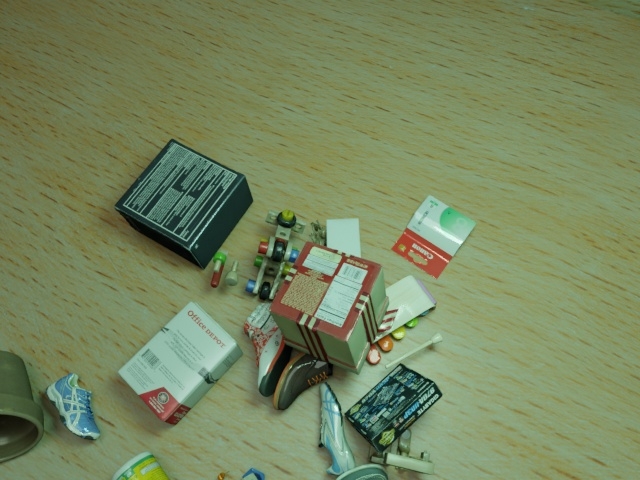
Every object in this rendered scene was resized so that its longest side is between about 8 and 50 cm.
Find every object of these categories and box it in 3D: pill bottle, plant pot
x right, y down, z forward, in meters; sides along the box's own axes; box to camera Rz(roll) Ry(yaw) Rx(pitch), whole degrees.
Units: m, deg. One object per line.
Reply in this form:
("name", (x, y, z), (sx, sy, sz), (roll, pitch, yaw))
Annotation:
("pill bottle", (-0.421, 0.649, 1.181), (0.117, 0.118, 0.208), (-39, 70, -16))
("plant pot", (-0.875, 0.425, 1.251), (0.262, 0.263, 0.229), (-19, 47, -8))

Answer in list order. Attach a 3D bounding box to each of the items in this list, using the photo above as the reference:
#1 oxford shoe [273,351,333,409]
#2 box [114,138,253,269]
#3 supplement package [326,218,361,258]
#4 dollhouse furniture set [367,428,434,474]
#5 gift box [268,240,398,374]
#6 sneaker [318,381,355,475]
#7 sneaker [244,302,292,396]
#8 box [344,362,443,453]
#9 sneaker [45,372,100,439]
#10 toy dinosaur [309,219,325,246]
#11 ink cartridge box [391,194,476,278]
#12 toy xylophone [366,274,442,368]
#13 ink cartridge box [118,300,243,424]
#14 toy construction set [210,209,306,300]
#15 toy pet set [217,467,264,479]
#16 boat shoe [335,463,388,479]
("oxford shoe", (-0.027, 0.363, 1.311), (0.098, 0.097, 0.271), (26, 67, 31))
("box", (-0.424, -0.115, 1.514), (0.293, 0.183, 0.296), (28, 70, 15))
("supplement package", (0.070, 0.034, 1.474), (0.105, 0.105, 0.180), (-2, 65, 1))
("dollhouse furniture set", (0.210, 0.517, 1.213), (0.144, 0.151, 0.123), (12, 65, 4))
("gift box", (0.051, 0.171, 1.245), (0.255, 0.258, 0.276), (22, 62, 24))
("sneaker", (0.027, 0.500, 1.264), (0.086, 0.085, 0.237), (-15, 62, 0))
("sneaker", (-0.160, 0.301, 1.345), (0.144, 0.090, 0.270), (6, 57, 22))
("box", (0.187, 0.432, 1.244), (0.220, 0.175, 0.051), (-37, 103, -16))
("sneaker", (-0.669, 0.457, 1.301), (0.081, 0.080, 0.211), (-43, 72, -14))
("toy dinosaur", (0.000, 0.000, 1.497), (0.053, 0.093, 0.183), (-12, 55, 7))
("ink cartridge box", (0.363, -0.016, 1.521), (0.181, 0.056, 0.225), (34, 68, 16))
("toy xylophone", (0.206, 0.242, 1.383), (0.322, 0.081, 0.236), (-21, 65, -9))
("ink cartridge box", (-0.385, 0.341, 1.331), (0.197, 0.114, 0.273), (38, 72, 18))
("toy construction set", (-0.169, 0.032, 1.444), (0.308, 0.258, 0.237), (-3, 47, 9))
("toy pet set", (-0.203, 0.641, 1.226), (0.114, 0.065, 0.122), (-49, 65, 18))
("boat shoe", (0.040, 0.671, 1.152), (0.319, 0.099, 0.116), (-29, 96, -8))
